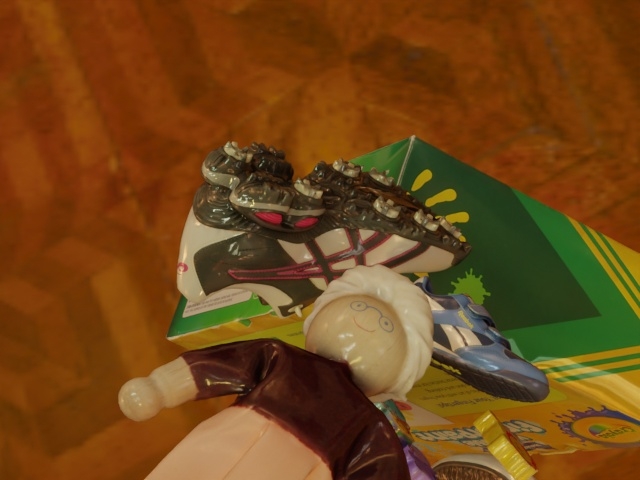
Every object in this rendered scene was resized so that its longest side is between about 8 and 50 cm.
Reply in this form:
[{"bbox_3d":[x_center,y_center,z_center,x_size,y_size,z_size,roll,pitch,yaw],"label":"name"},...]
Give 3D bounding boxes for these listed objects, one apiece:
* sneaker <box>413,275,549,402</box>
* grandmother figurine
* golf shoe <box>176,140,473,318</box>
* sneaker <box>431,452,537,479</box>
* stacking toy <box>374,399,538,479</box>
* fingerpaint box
[{"bbox_3d":[0.111,0.072,1.414,0.144,0.053,0.059,27,73,27],"label":"sneaker"},{"bbox_3d":[-0.024,0.134,1.205,0.208,0.342,0.104,42,136,-2],"label":"grandmother figurine"},{"bbox_3d":[0.000,0.000,1.525,0.105,0.272,0.120,46,116,44],"label":"golf shoe"},{"bbox_3d":[0.147,0.237,1.646,0.290,0.123,0.106,141,120,-65],"label":"sneaker"},{"bbox_3d":[0.064,0.159,1.542,0.167,0.052,0.221,-40,38,10],"label":"stacking toy"},{"bbox_3d":[0.113,0.076,1.903,0.445,0.371,0.163,-18,49,62],"label":"fingerpaint box"}]
